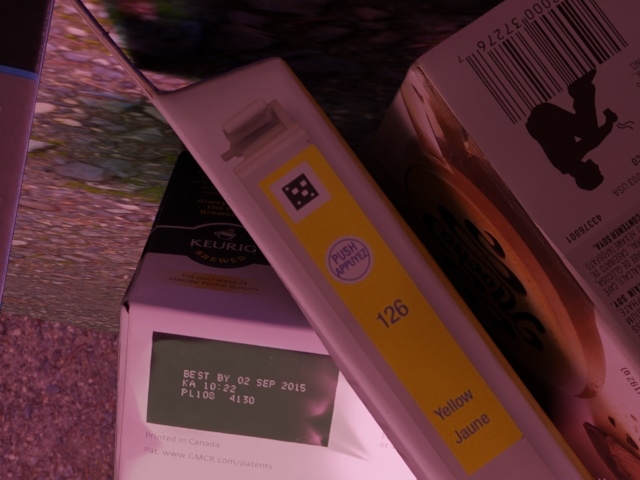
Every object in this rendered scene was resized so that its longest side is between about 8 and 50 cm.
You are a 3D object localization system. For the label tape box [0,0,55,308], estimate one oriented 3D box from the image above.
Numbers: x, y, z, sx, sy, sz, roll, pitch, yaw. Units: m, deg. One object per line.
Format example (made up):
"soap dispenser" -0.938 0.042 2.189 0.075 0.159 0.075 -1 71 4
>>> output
"label tape box" -0.295 -0.055 0.624 0.334 0.240 0.106 11 169 -15

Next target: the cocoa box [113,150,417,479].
"cocoa box" 0.042 0.101 1.039 0.347 0.231 0.228 8 -151 0

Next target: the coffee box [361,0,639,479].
"coffee box" 0.157 0.036 0.636 0.119 0.297 0.168 -35 174 -12

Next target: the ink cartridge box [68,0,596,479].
"ink cartridge box" 0.000 0.000 0.738 0.072 0.307 0.303 -34 179 -1
